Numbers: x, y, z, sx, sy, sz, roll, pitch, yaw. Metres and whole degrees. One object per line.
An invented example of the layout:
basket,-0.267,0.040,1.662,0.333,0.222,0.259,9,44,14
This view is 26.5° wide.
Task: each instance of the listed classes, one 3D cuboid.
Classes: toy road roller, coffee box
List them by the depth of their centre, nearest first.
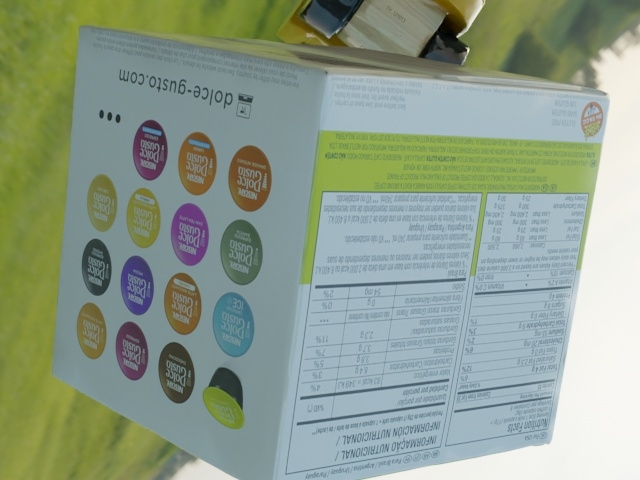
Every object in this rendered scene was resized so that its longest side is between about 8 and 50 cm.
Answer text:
coffee box,0.000,0.000,1.218,0.338,0.338,0.334,-2,104,-41
toy road roller,0.101,-0.306,1.733,0.240,0.202,0.329,-56,-172,-8
